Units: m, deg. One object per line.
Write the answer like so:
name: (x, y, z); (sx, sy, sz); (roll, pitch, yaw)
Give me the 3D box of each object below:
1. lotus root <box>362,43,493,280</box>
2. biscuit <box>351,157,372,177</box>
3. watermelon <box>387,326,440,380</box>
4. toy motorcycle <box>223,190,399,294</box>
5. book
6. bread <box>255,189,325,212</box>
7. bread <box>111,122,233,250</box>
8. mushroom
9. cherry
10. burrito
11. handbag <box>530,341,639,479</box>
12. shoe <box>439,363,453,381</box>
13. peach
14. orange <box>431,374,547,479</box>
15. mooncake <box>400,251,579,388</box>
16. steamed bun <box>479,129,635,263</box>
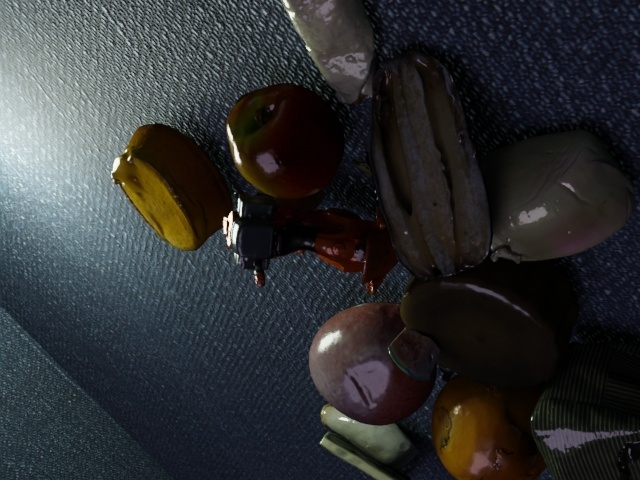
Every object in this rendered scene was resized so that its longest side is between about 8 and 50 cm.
lotus root: (0.155, -0.110, 1.198); (0.167, 0.078, 0.330); (-11, 86, 24)
biscuit: (0.157, -0.076, 1.329); (0.144, 0.016, 0.203); (17, 172, 39)
watermelon: (0.157, 0.193, 1.425); (0.084, 0.092, 0.072); (21, 112, 9)
toy motorcycle: (0.000, 0.000, 1.410); (0.325, 0.221, 0.148); (3, 107, -8)
book: (0.120, 0.568, 2.132); (0.260, 0.043, 0.371); (31, 172, 7)
bread: (-0.061, -0.075, 1.547); (0.106, 0.082, 0.125); (44, 144, -9)
bread: (-0.282, -0.106, 1.638); (0.195, 0.143, 0.270); (6, 137, 39)
mushroom: (0.112, 0.478, 2.111); (0.270, 0.103, 0.118); (25, 157, 25)
cherry: (0.116, 0.246, 1.699); (0.261, 0.221, 0.307); (36, 129, -8)
burrito: (-0.002, -0.342, 1.160); (0.117, 0.076, 0.392); (-1, 137, 32)
handbag: (0.535, 0.339, 1.427); (0.240, 0.247, 0.341); (-3, 126, 41)
shoe: (0.263, 0.209, 1.656); (0.049, 0.071, 0.179); (27, 141, 9)
peach: (-0.048, -0.156, 1.351); (0.197, 0.197, 0.197); (22, 146, 16)
orange: (0.336, 0.365, 1.632); (0.246, 0.246, 0.246); (22, 146, 16)
mooncake: (0.289, 0.112, 1.422); (0.290, 0.161, 0.290); (21, 145, 16)
steamed bun: (0.313, -0.045, 1.197); (0.170, 0.153, 0.238); (43, 146, -27)
